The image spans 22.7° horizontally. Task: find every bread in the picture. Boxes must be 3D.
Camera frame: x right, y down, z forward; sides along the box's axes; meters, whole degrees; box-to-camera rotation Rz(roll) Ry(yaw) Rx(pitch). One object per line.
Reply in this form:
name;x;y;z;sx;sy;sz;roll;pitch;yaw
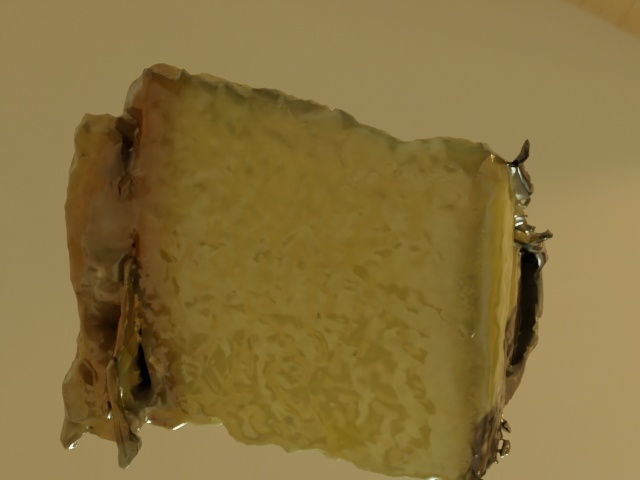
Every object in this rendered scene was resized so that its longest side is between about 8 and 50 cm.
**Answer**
bread;0.000;0.000;0.522;0.147;0.127;0.152;11;-159;13
